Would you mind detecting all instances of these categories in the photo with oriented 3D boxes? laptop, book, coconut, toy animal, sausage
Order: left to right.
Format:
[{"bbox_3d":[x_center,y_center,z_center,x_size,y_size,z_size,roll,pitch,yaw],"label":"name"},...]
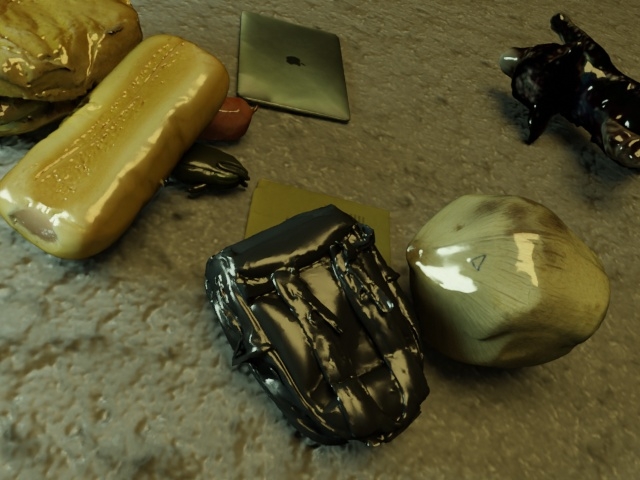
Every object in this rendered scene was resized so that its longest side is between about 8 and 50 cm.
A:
[{"bbox_3d":[-0.171,-0.172,0.811,0.169,0.065,0.065,4,48,-17],"label":"sausage"},{"bbox_3d":[-0.047,-0.302,1.008,0.188,0.015,0.269,8,47,-14],"label":"laptop"},{"bbox_3d":[0.000,0.000,0.752,0.192,0.013,0.168,14,46,-9],"label":"book"},{"bbox_3d":[0.196,0.044,0.663,0.224,0.224,0.224,11,46,-12],"label":"coconut"},{"bbox_3d":[0.471,-0.254,1.045,0.344,0.194,0.303,34,40,18],"label":"toy animal"}]

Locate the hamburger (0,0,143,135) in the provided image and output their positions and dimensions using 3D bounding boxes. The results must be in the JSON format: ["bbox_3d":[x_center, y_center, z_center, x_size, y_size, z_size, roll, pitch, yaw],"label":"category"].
[{"bbox_3d":[-0.378,-0.242,0.739,0.259,0.144,0.283,39,44,12],"label":"hamburger"}]

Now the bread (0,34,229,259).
[{"bbox_3d":[-0.222,-0.112,0.678,0.142,0.091,0.305,26,60,8],"label":"bread"}]

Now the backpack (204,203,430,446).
[{"bbox_3d":[0.005,0.085,0.603,0.206,0.133,0.258,-23,71,-27],"label":"backpack"}]

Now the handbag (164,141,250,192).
[{"bbox_3d":[-0.144,-0.090,0.754,0.111,0.047,0.072,10,43,-12],"label":"handbag"}]
